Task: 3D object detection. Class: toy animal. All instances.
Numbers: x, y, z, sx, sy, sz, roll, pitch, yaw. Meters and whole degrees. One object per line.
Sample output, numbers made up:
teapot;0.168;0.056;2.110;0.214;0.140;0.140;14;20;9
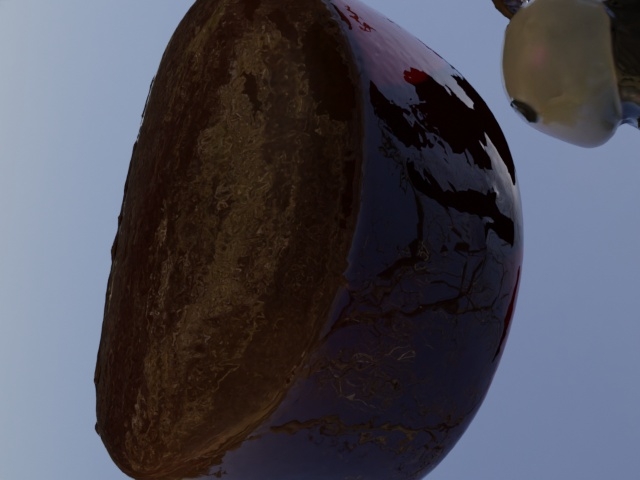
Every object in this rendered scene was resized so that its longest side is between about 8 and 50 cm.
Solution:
toy animal;0.246;-0.167;1.095;0.138;0.179;0.166;57;24;-70

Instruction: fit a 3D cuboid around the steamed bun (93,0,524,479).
steamed bun;0.000;0.000;0.871;0.248;0.235;0.379;-9;-115;43

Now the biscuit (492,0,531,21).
biscuit;0.303;-0.364;1.824;0.027;0.188;0.188;-43;-135;37
